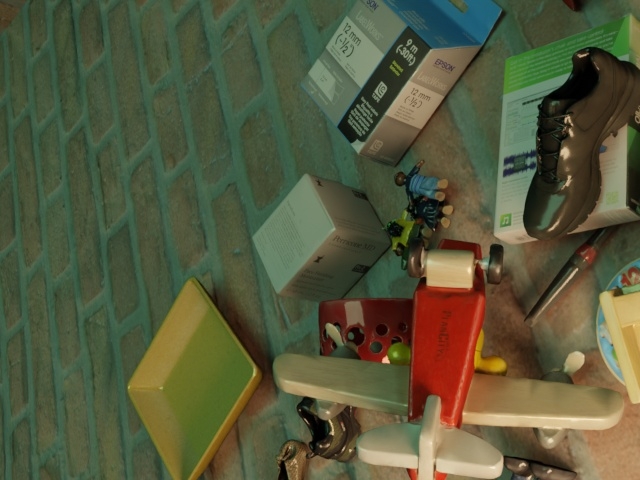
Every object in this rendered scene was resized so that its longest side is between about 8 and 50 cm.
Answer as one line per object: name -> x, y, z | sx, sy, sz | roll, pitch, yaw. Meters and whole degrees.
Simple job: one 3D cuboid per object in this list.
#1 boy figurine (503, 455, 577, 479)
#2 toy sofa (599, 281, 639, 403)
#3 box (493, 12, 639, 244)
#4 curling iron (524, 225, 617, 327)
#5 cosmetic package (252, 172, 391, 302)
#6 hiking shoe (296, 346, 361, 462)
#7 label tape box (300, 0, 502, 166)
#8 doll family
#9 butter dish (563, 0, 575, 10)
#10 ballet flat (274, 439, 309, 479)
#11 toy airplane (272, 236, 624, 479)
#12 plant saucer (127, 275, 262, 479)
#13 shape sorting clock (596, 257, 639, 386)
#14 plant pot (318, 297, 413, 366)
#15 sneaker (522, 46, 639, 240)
boy figurine -> 0.287, 0.461, 1.393 | 0.177, 0.092, 0.285 | 9, 82, 45
toy sofa -> 0.546, 0.082, 1.160 | 0.363, 0.177, 0.150 | -20, 80, 33
box -> 0.383, -0.166, 1.466 | 0.232, 0.059, 0.321 | -13, 63, 45
curling iron -> 0.392, 0.017, 1.449 | 0.068, 0.035, 0.274 | 44, 110, 48
cosmetic package -> 0.000, 0.000, 1.789 | 0.183, 0.151, 0.151 | -49, 48, 28
hiking shoe -> 0.014, 0.282, 1.719 | 0.086, 0.114, 0.226 | -23, 63, 41
label tape box -> 0.141, -0.350, 1.769 | 0.347, 0.115, 0.249 | -56, 45, 23
doll family -> 0.165, -0.044, 1.688 | 0.111, 0.076, 0.192 | 22, 90, 52
butter dish -> 0.398, -0.480, 1.525 | 0.118, 0.160, 0.159 | -30, 56, 12
ballet flat -> -0.062, 0.498, 1.781 | 0.084, 0.058, 0.249 | -8, 73, 46
toy airplane -> 0.179, 0.214, 1.389 | 0.384, 0.272, 0.386 | -33, 57, -15
plant saucer -> -0.256, 0.300, 2.032 | 0.332, 0.081, 0.333 | -59, 44, 18
shape sorting clock -> 0.476, 0.117, 1.325 | 0.206, 0.040, 0.206 | -16, 67, 44
plant pot -> 0.092, 0.186, 1.610 | 0.191, 0.191, 0.174 | -11, 76, 45
sneaker -> 0.345, -0.141, 1.348 | 0.109, 0.130, 0.286 | 21, 89, 49
